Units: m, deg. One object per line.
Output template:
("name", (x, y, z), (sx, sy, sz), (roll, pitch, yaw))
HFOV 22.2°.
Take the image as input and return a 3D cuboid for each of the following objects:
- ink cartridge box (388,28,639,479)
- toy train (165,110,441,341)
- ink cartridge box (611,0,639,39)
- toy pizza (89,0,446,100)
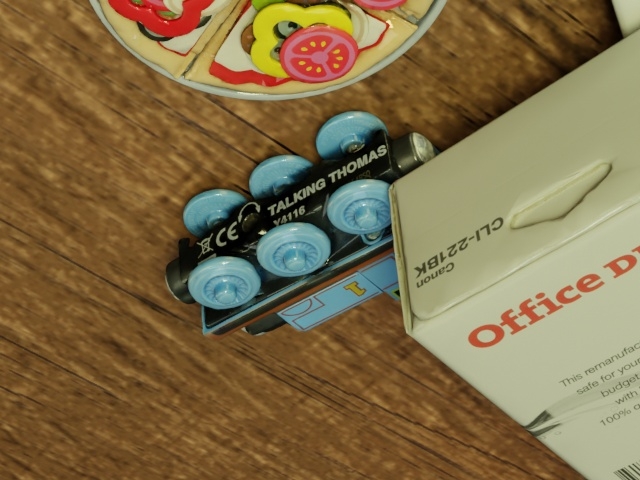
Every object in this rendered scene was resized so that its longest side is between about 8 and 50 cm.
("ink cartridge box", (0.194, 0.030, 0.876), (0.197, 0.114, 0.273), (-32, 131, 23))
("toy train", (0.000, 0.000, 0.952), (0.184, 0.080, 0.105), (-29, 135, 22))
("ink cartridge box", (0.291, -0.106, 0.877), (0.238, 0.060, 0.275), (-17, 132, 12))
("toy pizza", (-0.026, -0.145, 0.839), (0.201, 0.032, 0.201), (-2, 134, -2))
